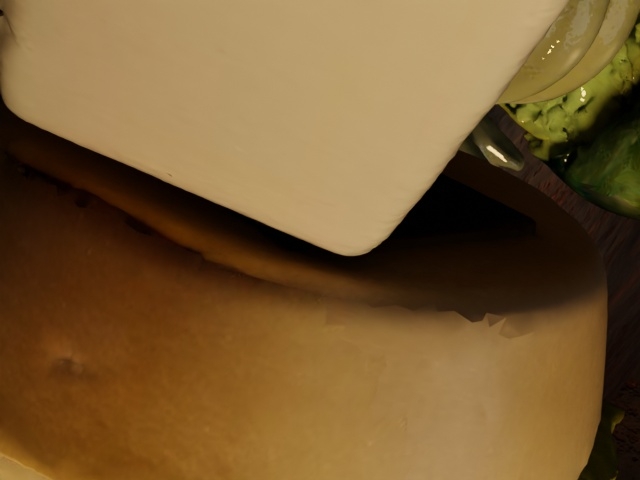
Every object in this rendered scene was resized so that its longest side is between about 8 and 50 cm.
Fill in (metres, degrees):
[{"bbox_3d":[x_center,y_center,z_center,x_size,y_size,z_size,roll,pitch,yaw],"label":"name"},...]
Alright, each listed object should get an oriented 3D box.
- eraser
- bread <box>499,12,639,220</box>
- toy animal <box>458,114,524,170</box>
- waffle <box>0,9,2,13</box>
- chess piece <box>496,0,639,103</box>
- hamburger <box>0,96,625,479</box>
[{"bbox_3d":[0.022,-0.153,0.516,0.331,0.150,0.331,-156,-90,-88],"label":"eraser"},{"bbox_3d":[0.252,-0.151,1.203,0.376,0.208,0.251,-11,139,-52],"label":"bread"},{"bbox_3d":[0.007,-0.006,1.115,0.236,0.138,0.108,-35,-175,30],"label":"toy animal"},{"bbox_3d":[-0.116,-0.122,0.546,0.191,0.038,0.191,-58,163,-31],"label":"waffle"},{"bbox_3d":[0.042,-0.128,0.904,0.251,0.144,0.144,-14,137,-58],"label":"chess piece"},{"bbox_3d":[-0.025,0.049,0.757,0.302,0.302,0.170,-22,129,-63],"label":"hamburger"}]
